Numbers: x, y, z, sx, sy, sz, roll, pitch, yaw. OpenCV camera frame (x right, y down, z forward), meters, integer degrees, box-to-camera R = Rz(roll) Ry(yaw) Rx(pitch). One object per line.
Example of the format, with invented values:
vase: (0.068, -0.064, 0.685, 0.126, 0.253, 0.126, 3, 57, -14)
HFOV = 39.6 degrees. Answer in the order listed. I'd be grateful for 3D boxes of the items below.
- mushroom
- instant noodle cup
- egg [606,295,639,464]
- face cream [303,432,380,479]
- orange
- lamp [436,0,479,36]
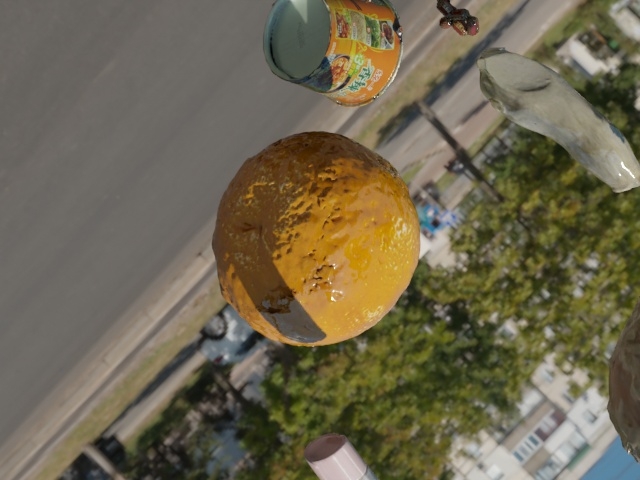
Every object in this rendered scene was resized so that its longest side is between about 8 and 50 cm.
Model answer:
mushroom: (0.412, -0.206, 1.518, 0.097, 0.351, 0.109, -47, 173, -36)
instant noodle cup: (0.014, -0.377, 1.686, 0.182, 0.230, 0.230, 1, 139, -48)
egg: (0.442, 0.156, 0.942, 0.279, 0.279, 0.310, -45, -176, -20)
face cream: (0.059, 0.328, 1.106, 0.057, 0.198, 0.084, -40, -167, -29)
orange: (0.000, 0.000, 1.416, 0.293, 0.340, 0.340, 15, 126, -45)
lamp: (0.233, -0.375, 1.503, 0.031, 0.083, 0.063, -42, 144, -18)
